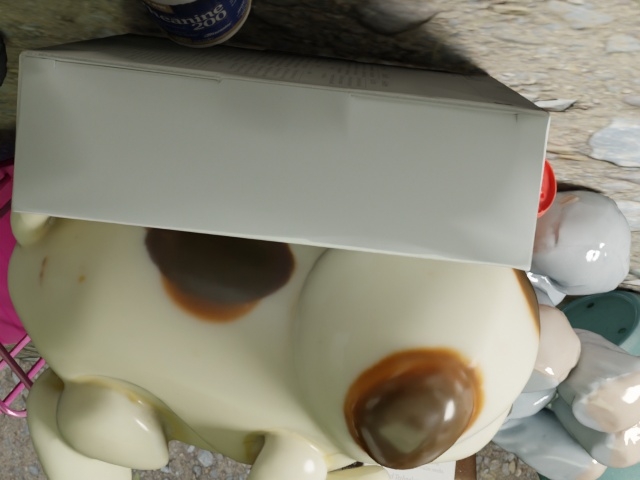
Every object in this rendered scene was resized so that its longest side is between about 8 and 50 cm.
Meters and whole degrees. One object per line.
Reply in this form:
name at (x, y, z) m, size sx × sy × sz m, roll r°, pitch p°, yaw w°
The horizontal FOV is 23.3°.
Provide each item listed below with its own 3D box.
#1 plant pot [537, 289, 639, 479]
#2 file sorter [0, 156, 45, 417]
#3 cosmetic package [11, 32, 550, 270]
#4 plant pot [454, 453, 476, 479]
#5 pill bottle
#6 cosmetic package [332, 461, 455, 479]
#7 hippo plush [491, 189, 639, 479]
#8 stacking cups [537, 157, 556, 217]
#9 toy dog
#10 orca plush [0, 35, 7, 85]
plant pot at (0.366, 0.176, 1.899) m, size 0.290 × 0.290 × 0.195 m, roll -4°, pitch 128°, yaw 43°
file sorter at (-0.337, 0.061, 1.516) m, size 0.290 × 0.182 × 0.202 m, roll -10°, pitch 120°, yaw 44°
cosmetic package at (-0.017, -0.070, 0.998) m, size 0.284 × 0.097 × 0.377 m, roll 5°, pitch -171°, yaw 1°
plant pot at (0.140, 0.243, 2.330) m, size 0.215 × 0.230 × 0.215 m, roll 7°, pitch 168°, yaw 2°
pill bottle at (-0.083, -0.166, 0.937) m, size 0.067 × 0.067 × 0.120 m, roll 5°, pitch 168°, yaw 8°
cosmetic package at (0.048, 0.213, 1.879) m, size 0.156 × 0.385 × 0.217 m, roll 15°, pitch 163°, yaw -38°
hippo plush at (0.213, 0.082, 1.486) m, size 0.234 × 0.236 × 0.294 m, roll 36°, pitch 146°, yaw -25°
stacking cups at (0.086, -0.027, 1.440) m, size 0.096 × 0.096 × 0.316 m, roll 14°, pitch 165°, yaw -29°
toy dog at (-0.020, 0.059, 1.254) m, size 0.408 × 0.284 × 0.395 m, roll 6°, pitch 134°, yaw 26°
orca plush at (-0.339, -0.133, 1.175) m, size 0.102 × 0.151 × 0.287 m, roll 36°, pitch 180°, yaw 18°
